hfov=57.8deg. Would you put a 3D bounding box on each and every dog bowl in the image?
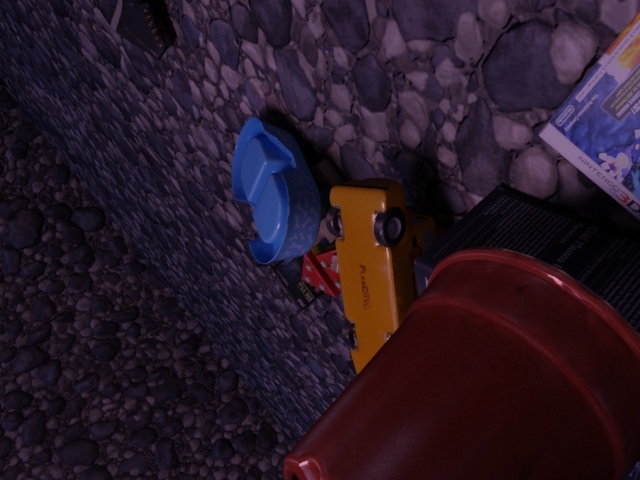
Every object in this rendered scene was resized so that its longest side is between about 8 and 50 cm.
[{"bbox_3d":[-0.081,-0.090,1.025,0.166,0.074,0.297,-61,39,37],"label":"dog bowl"}]

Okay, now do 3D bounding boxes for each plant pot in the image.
[{"bbox_3d":[0.126,0.190,0.540,0.272,0.265,0.272,39,151,27],"label":"plant pot"}]

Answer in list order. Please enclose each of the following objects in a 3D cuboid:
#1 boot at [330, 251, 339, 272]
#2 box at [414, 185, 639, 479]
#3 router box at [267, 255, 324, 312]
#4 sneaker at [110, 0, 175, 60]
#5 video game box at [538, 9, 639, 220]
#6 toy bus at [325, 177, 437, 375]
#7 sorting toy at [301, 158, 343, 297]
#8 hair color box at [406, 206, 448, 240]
[{"bbox_3d":[0.069,0.005,0.952,0.085,0.059,0.158,22,141,14],"label":"boot"},{"bbox_3d":[0.305,0.155,0.714,0.312,0.179,0.343,27,146,41],"label":"box"},{"bbox_3d":[-0.050,0.090,1.341,0.122,0.092,0.038,54,155,-6],"label":"router box"},{"bbox_3d":[-0.325,-0.451,1.126,0.118,0.083,0.222,37,151,-12],"label":"sneaker"},{"bbox_3d":[0.318,-0.101,0.503,0.187,0.048,0.205,43,154,12],"label":"video game box"},{"bbox_3d":[0.104,0.071,0.849,0.108,0.130,0.332,11,116,46],"label":"toy bus"},{"bbox_3d":[0.000,0.000,1.136,0.257,0.089,0.255,55,155,-8],"label":"sorting toy"},{"bbox_3d":[0.128,-0.009,0.948,0.167,0.053,0.093,35,151,34],"label":"hair color box"}]
